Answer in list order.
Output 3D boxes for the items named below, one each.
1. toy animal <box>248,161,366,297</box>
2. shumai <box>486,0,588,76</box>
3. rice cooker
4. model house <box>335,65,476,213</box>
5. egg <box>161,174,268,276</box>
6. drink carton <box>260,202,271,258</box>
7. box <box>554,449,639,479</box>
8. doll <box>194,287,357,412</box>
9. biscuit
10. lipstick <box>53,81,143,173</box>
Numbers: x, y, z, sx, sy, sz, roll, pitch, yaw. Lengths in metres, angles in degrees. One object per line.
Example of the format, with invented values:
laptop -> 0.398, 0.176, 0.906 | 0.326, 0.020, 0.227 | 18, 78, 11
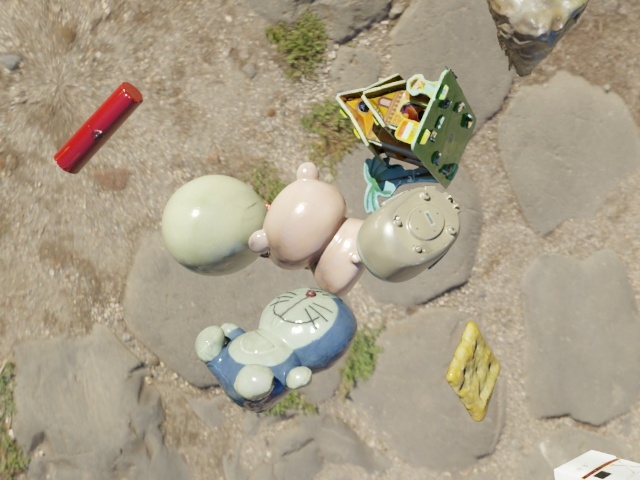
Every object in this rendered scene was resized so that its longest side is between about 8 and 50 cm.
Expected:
toy animal -> 0.005, 0.001, 1.361 | 0.210, 0.221, 0.229 | -52, 148, -7
shumai -> 0.410, -0.429, 1.093 | 0.283, 0.346, 0.217 | -18, 113, 21
rice cooker -> 0.159, -0.013, 1.193 | 0.206, 0.127, 0.145 | -34, 87, -31
model house -> 0.156, -0.245, 1.663 | 0.300, 0.323, 0.340 | 28, 86, -61
egg -> -0.222, -0.032, 1.455 | 0.219, 0.269, 0.219 | 2, 97, 15
drink carton -> -0.142, -0.024, 1.910 | 0.071, 0.166, 0.056 | 12, 138, -19
box -> 0.396, 0.321, 0.884 | 0.084, 0.154, 0.040 | -14, 97, -31
doll -> -0.057, 0.171, 1.121 | 0.258, 0.228, 0.154 | -38, 126, -25
biscuit -> 0.170, 0.144, 0.748 | 0.081, 0.018, 0.083 | 55, 47, -26
lipstick -> -0.545, -0.272, 1.661 | 0.279, 0.073, 0.073 | -40, 116, 21
